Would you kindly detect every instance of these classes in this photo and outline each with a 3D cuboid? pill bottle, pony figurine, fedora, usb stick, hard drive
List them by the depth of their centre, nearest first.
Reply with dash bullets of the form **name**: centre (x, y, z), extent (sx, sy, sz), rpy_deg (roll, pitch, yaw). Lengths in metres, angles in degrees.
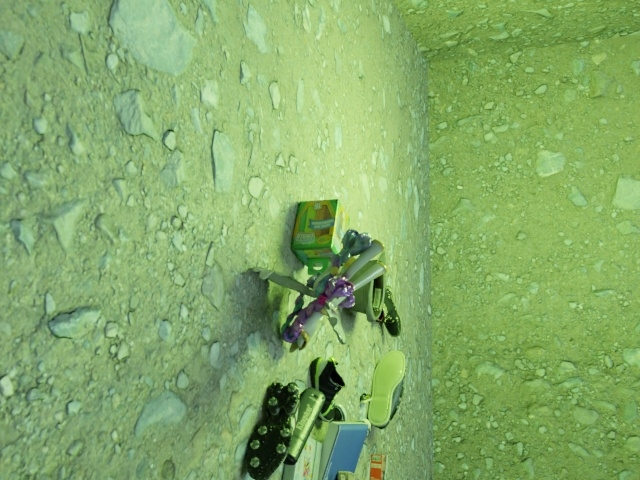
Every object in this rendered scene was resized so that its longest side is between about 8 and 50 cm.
- **pony figurine**: centre (0.018, 0.136, 1.559), extent (0.363, 0.303, 0.351), rpy_deg (-46, 159, -11)
- **usb stick**: centre (-0.058, 0.519, 1.653), extent (0.278, 0.077, 0.045), rpy_deg (-52, 161, -59)
- **hard drive**: centre (0.069, 0.710, 1.943), extent (0.318, 0.040, 0.210), rpy_deg (38, 69, -63)
- **fedora**: centre (0.162, 0.166, 2.170), extent (0.244, 0.124, 0.276), rpy_deg (-62, 152, -48)
- **pill bottle**: centre (0.147, 0.708, 2.171), extent (0.120, 0.067, 0.067), rpy_deg (-17, 104, -68)

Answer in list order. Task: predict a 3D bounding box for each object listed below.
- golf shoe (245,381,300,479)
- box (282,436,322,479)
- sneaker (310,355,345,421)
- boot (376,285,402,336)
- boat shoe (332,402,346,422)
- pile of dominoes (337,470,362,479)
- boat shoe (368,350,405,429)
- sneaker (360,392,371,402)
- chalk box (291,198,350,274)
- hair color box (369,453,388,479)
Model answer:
- **golf shoe**: centre (-0.105, 0.498, 1.499), extent (0.273, 0.105, 0.120), rpy_deg (-68, 156, -45)
- **box**: centre (-0.051, 0.650, 1.709), extent (0.186, 0.038, 0.145), rpy_deg (54, 40, -54)
- **sneaker**: centre (0.031, 0.476, 1.849), extent (0.084, 0.097, 0.235), rpy_deg (-48, 132, -60)
- **boot**: centre (0.278, 0.332, 2.516), extent (0.178, 0.085, 0.237), rpy_deg (-35, 114, -63)
- **boat shoe**: centre (0.063, 0.624, 1.988), extent (0.040, 0.049, 0.142), rpy_deg (-40, 128, -63)
- **pile of dominoes**: centre (0.079, 0.868, 1.847), extent (0.196, 0.040, 0.251), rpy_deg (50, 39, -52)
- **boat shoe**: centre (0.288, 0.633, 2.459), extent (0.113, 0.127, 0.340), rpy_deg (65, 32, -47)
- **sneaker**: centre (0.182, 0.618, 2.314), extent (0.083, 0.031, 0.035), rpy_deg (-4, 92, -69)
- **chalk box**: centre (0.000, 0.000, 1.759), extent (0.132, 0.132, 0.213), rpy_deg (55, 38, -56)
- **hair color box**: centre (0.240, 0.970, 2.410), extent (0.093, 0.053, 0.167), rpy_deg (41, 50, -61)
